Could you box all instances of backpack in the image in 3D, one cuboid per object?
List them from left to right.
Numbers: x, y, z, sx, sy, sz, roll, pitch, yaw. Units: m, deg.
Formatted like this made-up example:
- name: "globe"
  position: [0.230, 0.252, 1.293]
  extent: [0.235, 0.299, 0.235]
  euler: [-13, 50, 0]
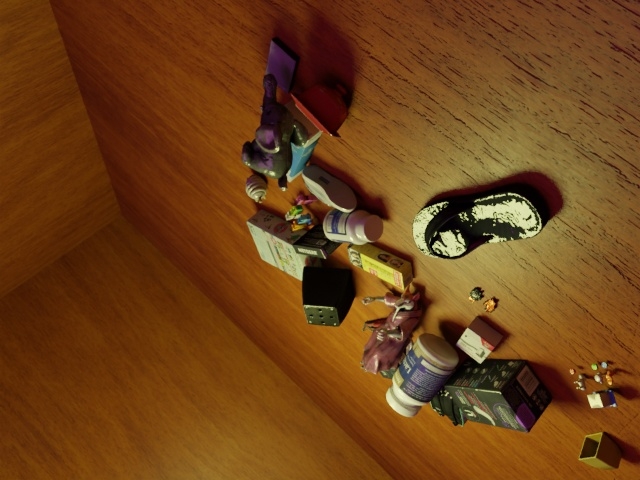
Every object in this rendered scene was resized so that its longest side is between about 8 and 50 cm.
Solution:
- name: "backpack"
  position: [0.470, 0.541, 1.881]
  extent: [0.166, 0.144, 0.188]
  euler: [26, 149, 51]

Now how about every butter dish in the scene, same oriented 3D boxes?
- name: "butter dish"
  position: [0.020, -0.359, 1.385]
  extent: [0.160, 0.118, 0.160]
  euler: [46, -166, 1]

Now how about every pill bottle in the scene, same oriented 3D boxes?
- name: "pill bottle"
  position: [0.106, -0.044, 1.673]
  extent: [0.187, 0.112, 0.112]
  euler: [9, 134, 52]
- name: "pill bottle"
  position: [0.339, 0.459, 1.789]
  extent: [0.153, 0.153, 0.264]
  euler: [36, 112, 22]

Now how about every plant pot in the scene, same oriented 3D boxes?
- name: "plant pot"
  position: [0.020, 0.224, 2.024]
  extent: [0.188, 0.167, 0.188]
  euler: [3, 136, 13]
- name: "plant pot"
  position: [0.826, 0.624, 1.543]
  extent: [0.083, 0.081, 0.081]
  euler: [32, 152, 5]

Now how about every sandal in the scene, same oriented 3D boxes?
- name: "sandal"
  position: [0.354, -0.030, 1.326]
  extent: [0.167, 0.107, 0.446]
  euler: [51, 154, -6]

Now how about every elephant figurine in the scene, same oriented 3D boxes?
- name: "elephant figurine"
  position: [-0.124, -0.301, 1.477]
  extent: [0.186, 0.169, 0.239]
  euler: [23, 136, -13]

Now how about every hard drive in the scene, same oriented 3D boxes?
- name: "hard drive"
  position: [-0.109, -0.492, 1.489]
  extent: [0.094, 0.022, 0.135]
  euler: [43, 153, 9]

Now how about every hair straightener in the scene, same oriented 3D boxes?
- name: "hair straightener"
  position: [0.232, 0.362, 2.103]
  extent: [0.089, 0.047, 0.230]
  euler: [51, 154, -6]

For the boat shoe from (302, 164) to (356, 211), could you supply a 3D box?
- name: "boat shoe"
  position: [0.030, -0.155, 1.687]
  extent: [0.227, 0.079, 0.081]
  euler: [42, 160, 26]

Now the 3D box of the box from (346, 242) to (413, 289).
- name: "box"
  position: [0.197, 0.076, 1.758]
  extent: [0.232, 0.058, 0.087]
  euler: [26, 146, 36]

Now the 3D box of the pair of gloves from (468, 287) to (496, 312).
- name: "pair of gloves"
  position: [0.472, 0.175, 1.536]
  extent: [0.083, 0.010, 0.074]
  euler: [40, 154, 22]

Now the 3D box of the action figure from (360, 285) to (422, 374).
- name: "action figure"
  position: [0.275, 0.312, 1.820]
  extent: [0.276, 0.248, 0.370]
  euler: [15, 126, -13]

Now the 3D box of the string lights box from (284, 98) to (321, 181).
- name: "string lights box"
  position: [-0.091, -0.306, 1.652]
  extent: [0.133, 0.077, 0.259]
  euler: [46, 153, 5]

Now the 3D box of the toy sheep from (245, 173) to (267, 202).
- name: "toy sheep"
  position: [-0.244, -0.197, 2.014]
  extent: [0.091, 0.091, 0.132]
  euler: [100, 148, -58]

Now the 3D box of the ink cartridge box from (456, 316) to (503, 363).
- name: "ink cartridge box"
  position: [0.491, 0.311, 1.638]
  extent: [0.099, 0.056, 0.135]
  euler: [37, 151, 20]

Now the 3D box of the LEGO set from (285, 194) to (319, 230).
- name: "LEGO set"
  position: [-0.050, -0.090, 1.891]
  extent: [0.227, 0.093, 0.087]
  euler: [139, 121, -68]

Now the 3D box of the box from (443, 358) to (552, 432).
- name: "box"
  position: [0.556, 0.483, 1.676]
  extent: [0.165, 0.143, 0.270]
  euler: [54, 154, -8]

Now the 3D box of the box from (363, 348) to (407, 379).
- name: "box"
  position: [0.285, 0.477, 2.130]
  extent: [0.156, 0.093, 0.158]
  euler: [55, 152, -14]

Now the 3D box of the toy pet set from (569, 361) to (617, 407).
- name: "toy pet set"
  position: [0.740, 0.380, 1.385]
  extent: [0.122, 0.065, 0.114]
  euler: [136, 127, -61]

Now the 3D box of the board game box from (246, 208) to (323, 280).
- name: "board game box"
  position: [-0.146, 0.025, 2.161]
  extent: [0.303, 0.097, 0.224]
  euler: [27, 148, 38]

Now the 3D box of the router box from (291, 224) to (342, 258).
- name: "router box"
  position: [0.000, 0.000, 1.867]
  extent: [0.179, 0.133, 0.046]
  euler: [7, 132, 53]
